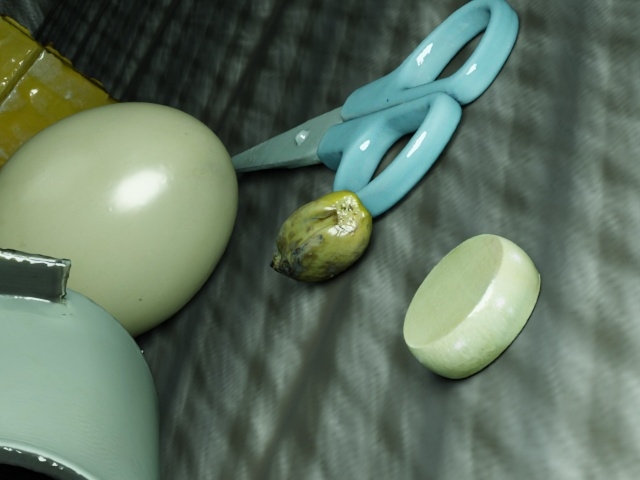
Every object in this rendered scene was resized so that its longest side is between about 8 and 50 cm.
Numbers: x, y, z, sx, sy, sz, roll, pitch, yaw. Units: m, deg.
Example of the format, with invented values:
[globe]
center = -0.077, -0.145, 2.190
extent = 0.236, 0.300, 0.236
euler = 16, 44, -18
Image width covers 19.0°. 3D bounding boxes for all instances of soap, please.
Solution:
[soap]
center = -0.407, -0.123, 2.284
extent = 0.281, 0.259, 0.143
euler = -53, 22, 3

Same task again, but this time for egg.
[egg]
center = -0.172, -0.014, 1.558
extent = 0.241, 0.186, 0.186
euler = -31, 24, 24

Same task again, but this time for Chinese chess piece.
[Chinese chess piece]
center = 0.083, 0.037, 1.046
extent = 0.084, 0.034, 0.084
euler = -44, 20, 21

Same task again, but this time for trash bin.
[trash bin]
center = -0.208, 0.168, 1.216
extent = 0.262, 0.217, 0.277
euler = -105, 23, -70

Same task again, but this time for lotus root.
[lotus root]
center = 0.000, 0.000, 1.307
extent = 0.099, 0.049, 0.054
euler = -35, 59, 50

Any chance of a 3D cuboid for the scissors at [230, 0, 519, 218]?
[scissors]
center = 0.007, -0.082, 1.495
extent = 0.193, 0.029, 0.447
euler = -57, 18, -18
